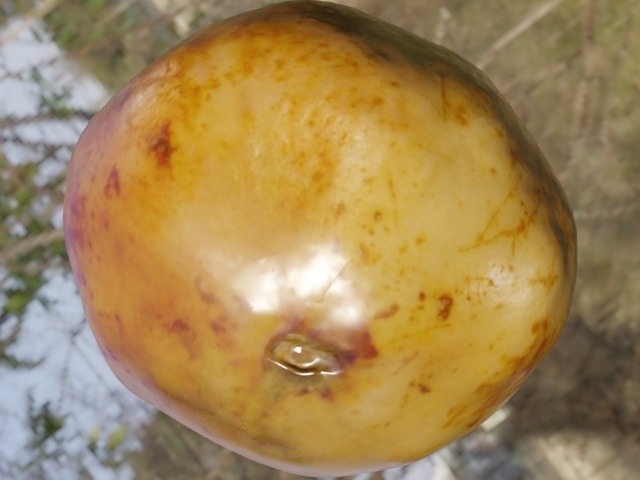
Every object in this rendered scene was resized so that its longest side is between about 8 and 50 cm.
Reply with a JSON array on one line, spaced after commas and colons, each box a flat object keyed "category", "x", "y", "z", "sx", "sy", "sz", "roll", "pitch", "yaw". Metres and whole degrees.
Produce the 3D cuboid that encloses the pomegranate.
[{"category": "pomegranate", "x": 0.000, "y": 0.000, "z": 0.857, "sx": 0.248, "sy": 0.248, "sz": 0.248, "roll": 52, "pitch": -175, "yaw": -6}]
